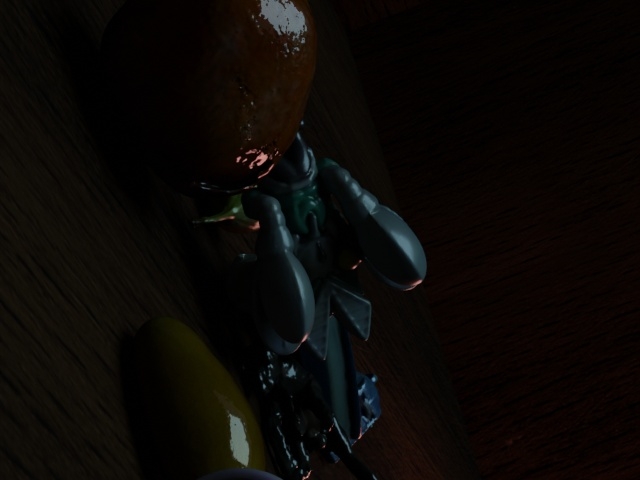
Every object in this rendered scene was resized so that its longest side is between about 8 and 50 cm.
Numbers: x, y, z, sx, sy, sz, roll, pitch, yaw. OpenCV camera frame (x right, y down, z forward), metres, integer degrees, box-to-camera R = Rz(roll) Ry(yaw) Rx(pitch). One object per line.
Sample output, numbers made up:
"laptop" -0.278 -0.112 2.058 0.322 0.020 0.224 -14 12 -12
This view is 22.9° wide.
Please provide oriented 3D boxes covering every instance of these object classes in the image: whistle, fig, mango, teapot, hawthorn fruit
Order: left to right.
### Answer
"mango" -0.099 0.133 1.252 0.102 0.085 0.184 57 9 -61
"hawthorn fruit" -0.091 -0.189 1.474 0.211 0.299 0.211 26 21 -11
"fig" -0.104 -0.031 1.760 0.166 0.093 0.093 -57 132 -45
"teapot" -0.071 0.054 1.735 0.083 0.064 0.064 63 1 -17
"whistle" 0.024 0.213 1.978 0.158 0.090 0.090 -41 117 -39

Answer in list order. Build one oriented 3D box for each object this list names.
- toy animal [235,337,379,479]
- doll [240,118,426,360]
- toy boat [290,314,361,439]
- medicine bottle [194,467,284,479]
"toy animal" -0.013 0.189 1.709 0.232 0.085 0.148 56 14 -48
"doll" -0.016 0.013 1.629 0.258 0.195 0.153 45 -4 -27
"toy boat" -0.008 0.104 1.808 0.096 0.062 0.299 -123 -160 -58
"medicine bottle" -0.025 0.287 1.188 0.274 0.133 0.133 62 11 -50
